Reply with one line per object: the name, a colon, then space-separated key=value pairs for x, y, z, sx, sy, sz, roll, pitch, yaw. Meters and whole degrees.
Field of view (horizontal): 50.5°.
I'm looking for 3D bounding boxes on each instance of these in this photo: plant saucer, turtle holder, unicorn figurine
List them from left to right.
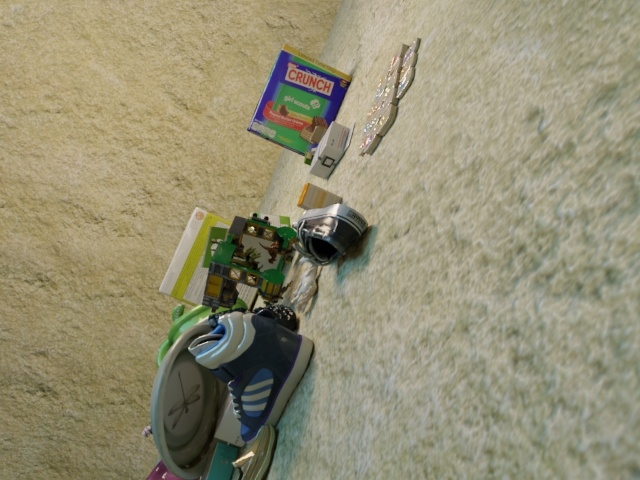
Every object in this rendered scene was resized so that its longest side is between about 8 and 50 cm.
plant saucer: x=-0.349 y=0.419 z=1.795 sx=0.400 sy=0.101 sz=0.400 roll=0 pitch=-90 yaw=-69
turtle holder: x=-0.342 y=0.309 z=2.044 sx=0.227 sy=0.320 sz=0.243 roll=59 pitch=147 yaw=28
unicorn figurine: x=-0.035 y=0.099 z=1.627 sx=0.111 sy=0.060 sz=0.162 roll=-62 pitch=28 yaw=25

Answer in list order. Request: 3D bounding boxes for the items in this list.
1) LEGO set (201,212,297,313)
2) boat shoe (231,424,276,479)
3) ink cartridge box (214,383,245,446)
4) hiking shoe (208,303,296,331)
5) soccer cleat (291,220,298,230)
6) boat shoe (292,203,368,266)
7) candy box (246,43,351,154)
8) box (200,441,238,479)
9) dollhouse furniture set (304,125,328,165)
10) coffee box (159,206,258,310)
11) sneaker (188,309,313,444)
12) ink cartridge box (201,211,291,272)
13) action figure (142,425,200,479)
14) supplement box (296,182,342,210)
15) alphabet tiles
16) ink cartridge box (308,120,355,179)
LEGO set: x=-0.202 y=0.090 z=1.925 sx=0.331 sy=0.255 sz=0.192 roll=-90 pitch=15 yaw=-55
boat shoe: x=-0.146 y=0.462 z=1.382 sx=0.068 sy=0.072 sz=0.190 roll=130 pitch=160 yaw=-58
ink cartridge box: x=-0.203 y=0.410 z=1.741 sx=0.190 sy=0.082 sz=0.139 roll=-92 pitch=27 yaw=-70
hiking shoe: x=-0.162 y=0.238 z=1.730 sx=0.304 sy=0.113 sz=0.132 roll=-9 pitch=93 yaw=47
soccer cleat: x=-0.066 y=-0.050 z=2.100 sx=0.083 sy=0.036 sz=0.029 roll=138 pitch=152 yaw=-67
boat shoe: x=0.003 y=0.003 z=1.459 sx=0.105 sy=0.113 sz=0.306 roll=-56 pitch=17 yaw=-15
candy box: x=-0.075 y=-0.479 z=2.371 sx=0.122 sy=0.268 sz=0.317 roll=-153 pitch=85 yaw=-76
box: x=-0.275 y=0.639 z=1.693 sx=0.100 sy=0.060 sz=0.244 roll=125 pitch=163 yaw=-52
dollhouse furniture set: x=-0.004 y=-0.316 z=2.218 sx=0.058 sy=0.076 sz=0.151 roll=-83 pitch=18 yaw=-51
coffee box: x=-0.394 y=0.096 z=2.612 sx=0.337 sy=0.334 sz=0.338 roll=-176 pitch=109 yaw=-80
sneaker: x=-0.180 y=0.287 z=1.455 sx=0.130 sy=0.236 sz=0.322 roll=-86 pitch=21 yaw=-58
ink cartridge box: x=-0.236 y=0.006 z=2.144 sx=0.097 sy=0.255 sz=0.188 roll=-99 pitch=22 yaw=-46
action figure: x=-0.391 y=0.647 z=2.025 sx=0.275 sy=0.248 sz=0.370 roll=84 pitch=-159 yaw=-52
supplement box: x=-0.002 y=-0.098 z=1.716 sx=0.062 sy=0.098 sz=0.036 roll=-70 pitch=14 yaw=-15
alphabet tiles: x=0.158 y=-0.343 z=1.630 sx=0.278 sy=0.021 sz=0.284 roll=125 pitch=163 yaw=-51
ink cartridge box: x=0.033 y=-0.274 z=1.994 sx=0.180 sy=0.060 sz=0.104 roll=127 pitch=162 yaw=-53
